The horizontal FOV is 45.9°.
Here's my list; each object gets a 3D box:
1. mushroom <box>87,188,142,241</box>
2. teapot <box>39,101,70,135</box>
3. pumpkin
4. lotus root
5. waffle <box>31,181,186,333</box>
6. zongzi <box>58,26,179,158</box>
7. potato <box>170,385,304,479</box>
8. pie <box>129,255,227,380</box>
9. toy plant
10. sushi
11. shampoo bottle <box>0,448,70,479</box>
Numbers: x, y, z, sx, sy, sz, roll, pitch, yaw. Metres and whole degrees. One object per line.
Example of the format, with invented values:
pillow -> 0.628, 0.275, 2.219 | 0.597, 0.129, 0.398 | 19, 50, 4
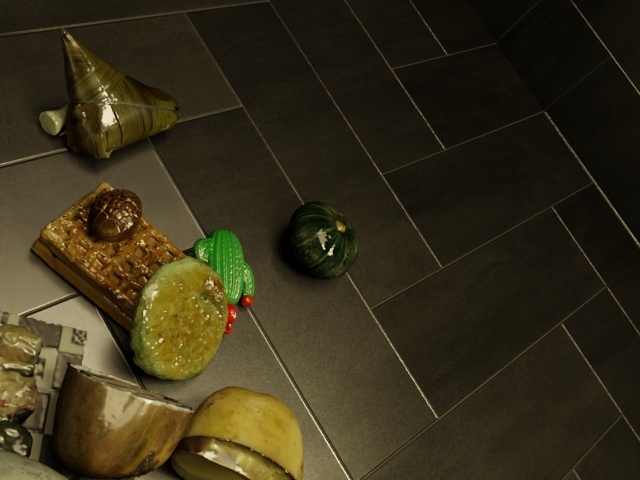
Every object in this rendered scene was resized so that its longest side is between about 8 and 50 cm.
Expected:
mushroom -> -0.428, -0.054, 1.587 | 0.109, 0.085, 0.126 | 5, 51, -32
teapot -> -0.602, -0.281, 1.754 | 0.083, 0.057, 0.067 | -47, 130, -46
pumpkin -> 0.002, 0.001, 1.927 | 0.211, 0.152, 0.212 | 40, 24, -22
lotus root -> -0.376, 0.346, 1.404 | 0.272, 0.272, 0.192 | 20, 73, -23
waffle -> -0.434, 0.040, 1.641 | 0.308, 0.091, 0.213 | 43, 47, -5
zongzi -> -0.474, -0.371, 1.760 | 0.286, 0.138, 0.300 | -35, 126, -44
potato -> -0.150, 0.407, 1.539 | 0.285, 0.242, 0.243 | 23, 51, -10
pie -> -0.298, 0.167, 1.580 | 0.277, 0.078, 0.277 | -12, 105, -54
toy plant -> -0.216, 0.090, 1.766 | 0.154, 0.088, 0.241 | -15, 82, -54
sushi -> -0.584, 0.282, 1.380 | 0.296, 0.100, 0.373 | 19, 54, -24
shampoo bottle -> -0.521, 0.486, 1.150 | 0.317, 0.322, 0.323 | 25, 51, -31
